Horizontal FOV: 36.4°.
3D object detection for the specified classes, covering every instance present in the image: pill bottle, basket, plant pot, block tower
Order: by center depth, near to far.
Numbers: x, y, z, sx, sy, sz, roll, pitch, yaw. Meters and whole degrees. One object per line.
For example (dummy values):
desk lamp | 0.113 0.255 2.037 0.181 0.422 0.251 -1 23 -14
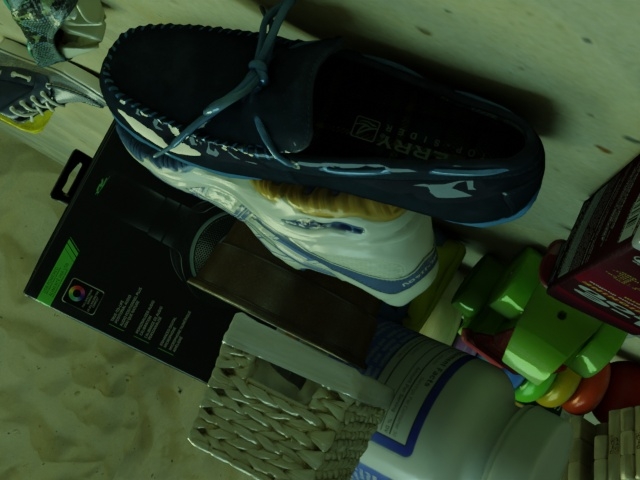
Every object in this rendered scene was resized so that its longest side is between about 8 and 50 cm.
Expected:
basket | -0.020 0.134 0.763 0.113 0.103 0.167 24 173 17
plant pot | 0.000 0.000 0.819 0.167 0.165 0.167 27 173 3
pill bottle | 0.085 0.164 0.903 0.272 0.152 0.152 22 172 29
block tower | 0.348 0.261 1.154 0.335 0.097 0.091 -21 137 42

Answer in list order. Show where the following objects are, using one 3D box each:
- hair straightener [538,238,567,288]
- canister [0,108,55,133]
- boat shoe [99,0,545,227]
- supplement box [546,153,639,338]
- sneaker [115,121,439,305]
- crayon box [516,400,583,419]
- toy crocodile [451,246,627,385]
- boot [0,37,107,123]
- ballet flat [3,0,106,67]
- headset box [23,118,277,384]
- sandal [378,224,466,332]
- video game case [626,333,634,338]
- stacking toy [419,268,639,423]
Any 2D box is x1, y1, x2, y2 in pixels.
hair straightener | 0.273 0.057 0.693 0.230 0.047 0.089 26 174 1
canister | -0.465 -0.214 1.442 0.126 0.073 0.170 29 175 -22
boat shoe | 0.000 -0.083 0.539 0.258 0.109 0.089 10 165 6
supplement box | 0.205 0.014 0.500 0.130 0.073 0.239 25 175 8
sneaker | -0.040 -0.037 0.704 0.296 0.112 0.131 31 156 43
crayon box | 0.238 0.203 1.640 0.313 0.106 0.363 11 166 41
toy crocodile | 0.189 0.082 0.923 0.115 0.105 0.340 37 174 -1
boot | -0.322 -0.169 1.138 0.190 0.086 0.069 23 173 31
ballet flat | -0.194 -0.168 0.737 0.070 0.070 0.188 27 177 -6
headset box | -0.137 -0.004 1.002 0.283 0.246 0.131 29 174 -14
sandal | 0.059 0.040 1.072 0.138 0.126 0.317 35 164 -2
video game case | 0.280 0.071 0.961 0.087 0.011 0.122 27 174 7
stacking toy | 0.270 0.146 1.197 0.330 0.141 0.141 20 175 -9
